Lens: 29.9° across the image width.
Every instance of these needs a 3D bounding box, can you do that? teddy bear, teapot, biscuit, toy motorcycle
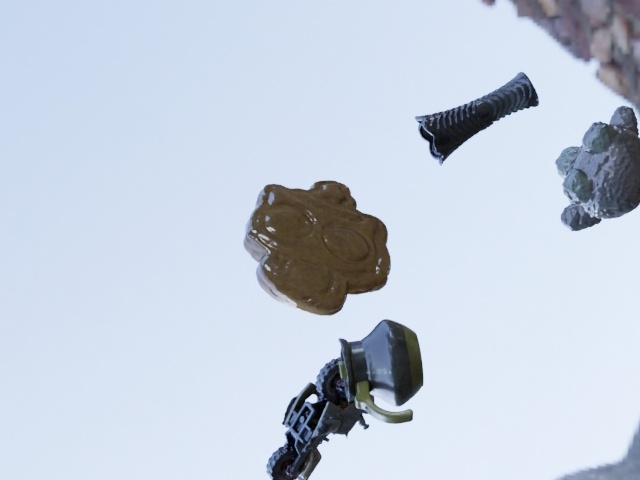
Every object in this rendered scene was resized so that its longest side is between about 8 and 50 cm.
[{"bbox_3d":[0.493,-0.120,2.077,0.267,0.151,0.236,-67,2,-82],"label":"teddy bear"},{"bbox_3d":[0.089,0.196,1.751,0.130,0.119,0.166,84,177,-48],"label":"teapot"},{"bbox_3d":[0.001,-0.003,2.125,0.376,0.269,0.051,-75,5,-54],"label":"biscuit"},{"bbox_3d":[0.009,0.289,1.875,0.129,0.094,0.229,18,-74,-46],"label":"toy motorcycle"}]

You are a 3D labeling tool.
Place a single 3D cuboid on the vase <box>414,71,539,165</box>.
[{"bbox_3d":[0.320,-0.255,2.422,0.237,0.115,0.115,-28,-56,-1],"label":"vase"}]
